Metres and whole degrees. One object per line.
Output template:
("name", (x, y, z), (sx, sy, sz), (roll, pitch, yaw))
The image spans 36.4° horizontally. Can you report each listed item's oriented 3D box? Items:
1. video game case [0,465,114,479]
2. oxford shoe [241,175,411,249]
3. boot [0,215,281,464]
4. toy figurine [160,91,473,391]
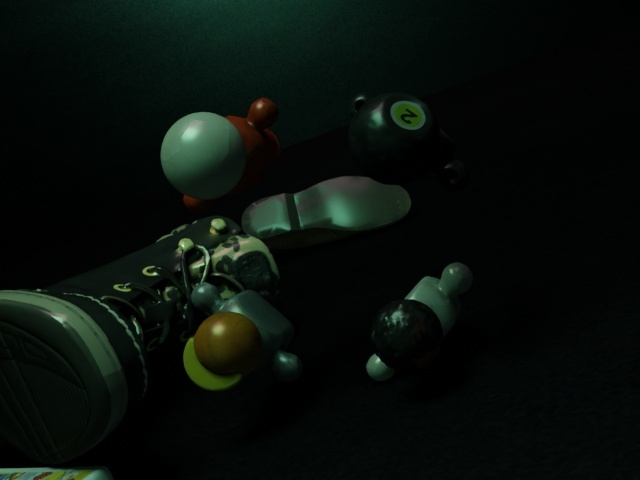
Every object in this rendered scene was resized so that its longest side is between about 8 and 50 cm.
("video game case", (-0.283, 0.222, 0.655), (0.206, 0.026, 0.227), (-12, 13, 38))
("oxford shoe", (0.013, -0.030, 1.233), (0.212, 0.076, 0.076), (-8, -26, 13))
("boot", (-0.158, 0.070, 0.838), (0.284, 0.138, 0.377), (-27, 0, -33))
("toy figurine", (0.000, 0.000, 0.694), (0.213, 0.209, 0.148), (-2, 4, 13))
